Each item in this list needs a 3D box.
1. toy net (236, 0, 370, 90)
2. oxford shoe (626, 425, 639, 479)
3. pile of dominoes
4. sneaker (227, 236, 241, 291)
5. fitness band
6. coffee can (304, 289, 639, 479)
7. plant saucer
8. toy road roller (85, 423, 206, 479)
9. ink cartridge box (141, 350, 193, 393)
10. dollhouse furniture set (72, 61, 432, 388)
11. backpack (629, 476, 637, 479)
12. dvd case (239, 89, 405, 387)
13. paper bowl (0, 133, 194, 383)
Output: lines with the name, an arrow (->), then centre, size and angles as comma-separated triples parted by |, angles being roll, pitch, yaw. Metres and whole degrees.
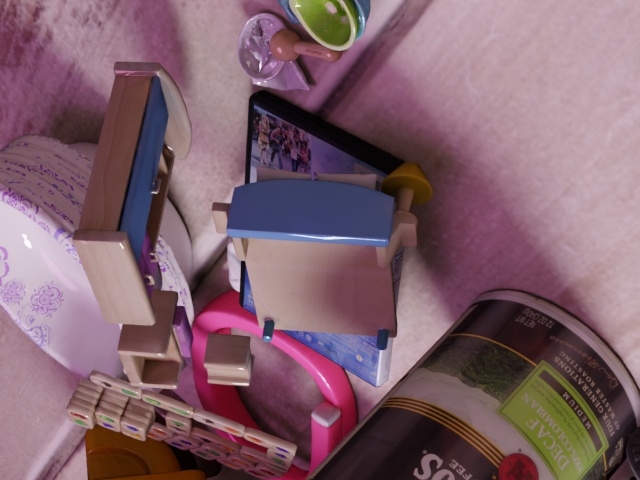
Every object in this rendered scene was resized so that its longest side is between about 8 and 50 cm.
toy net -> -0.033, -0.187, 1.542 | 0.122, 0.045, 0.232 | 47, 151, -1
oxford shoe -> 0.345, 0.249, 1.557 | 0.227, 0.083, 0.096 | 45, 159, 9
pile of dominoes -> -0.154, 0.220, 1.995 | 0.251, 0.040, 0.196 | 20, 160, 3
sneaker -> -0.041, 0.037, 1.821 | 0.152, 0.053, 0.061 | 23, 140, 37
fitness band -> -0.056, 0.173, 2.008 | 0.209, 0.054, 0.291 | 34, 148, 22
coffee can -> 0.125, 0.204, 1.584 | 0.201, 0.275, 0.201 | 32, 148, 23
plant saucer -> -0.196, 0.244, 2.302 | 0.168, 0.029, 0.168 | 31, 147, 23
toy road roller -> -0.181, 0.346, 2.237 | 0.202, 0.329, 0.241 | 97, 165, -54
ink cartridge box -> -0.227, 0.115, 2.149 | 0.180, 0.060, 0.104 | 15, 138, 43
dollhouse furniture set -> -0.038, -0.010, 1.665 | 0.303, 0.198, 0.286 | 3, 147, 10
backpack -> 0.269, 0.298, 1.639 | 0.182, 0.115, 0.152 | 106, 139, -84
dvd case -> 0.000, 0.000, 1.699 | 0.180, 0.022, 0.253 | 29, 134, 29
paper bowl -> -0.251, 0.009, 1.961 | 0.284, 0.148, 0.284 | 32, 148, 23
